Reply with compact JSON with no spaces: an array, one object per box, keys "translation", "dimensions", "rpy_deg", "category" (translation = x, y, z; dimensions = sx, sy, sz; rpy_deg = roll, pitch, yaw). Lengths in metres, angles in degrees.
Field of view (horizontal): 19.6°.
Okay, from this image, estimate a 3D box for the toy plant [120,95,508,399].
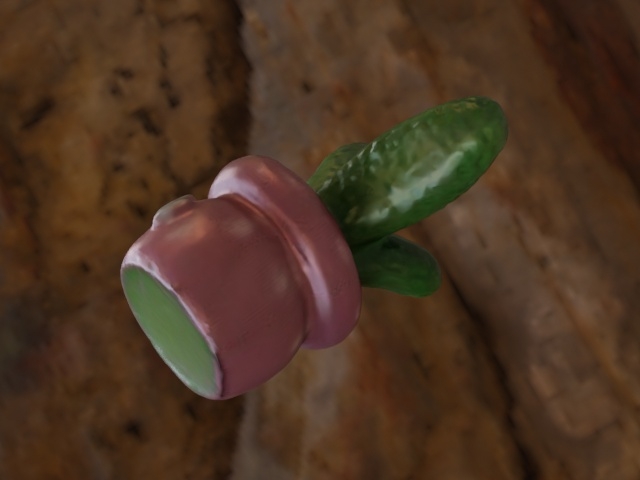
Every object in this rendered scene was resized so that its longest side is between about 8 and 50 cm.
[{"translation":[-0.006,-0.001,1.829],"dimensions":[0.211,0.356,0.317],"rpy_deg":[64,156,-2],"category":"toy plant"}]
